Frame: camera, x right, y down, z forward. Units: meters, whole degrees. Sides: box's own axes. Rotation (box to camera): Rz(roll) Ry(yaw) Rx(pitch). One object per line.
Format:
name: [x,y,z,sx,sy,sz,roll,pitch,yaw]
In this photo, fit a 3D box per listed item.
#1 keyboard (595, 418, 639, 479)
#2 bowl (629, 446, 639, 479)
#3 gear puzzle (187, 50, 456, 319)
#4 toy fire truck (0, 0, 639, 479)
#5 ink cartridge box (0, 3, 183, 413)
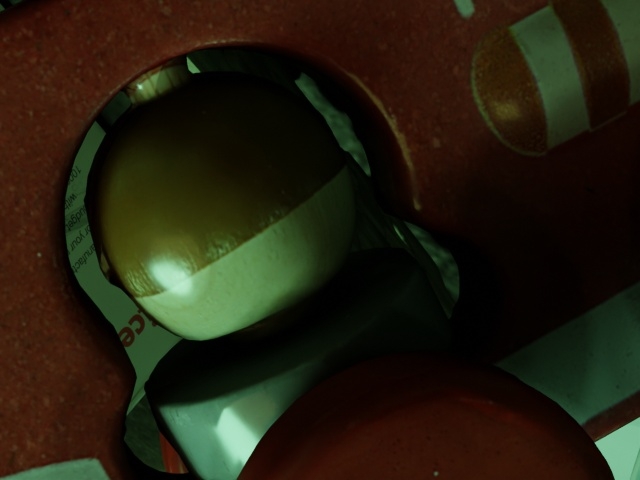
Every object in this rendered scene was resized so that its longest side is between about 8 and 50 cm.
keyboard: [0.185,0.096,0.693,0.256,0.014,0.072,8,140,34]
bowl: [0.232,0.101,0.457,0.163,0.311,0.311,23,146,-13]
gear puzzle: [0.000,0.000,0.616,0.044,0.175,0.339,-36,109,9]
toy fire truck: [0.030,-0.025,0.440,0.254,0.302,0.169,64,172,-11]
ink cartridge box: [-0.168,0.000,0.760,0.087,0.153,0.208,-16,118,48]
